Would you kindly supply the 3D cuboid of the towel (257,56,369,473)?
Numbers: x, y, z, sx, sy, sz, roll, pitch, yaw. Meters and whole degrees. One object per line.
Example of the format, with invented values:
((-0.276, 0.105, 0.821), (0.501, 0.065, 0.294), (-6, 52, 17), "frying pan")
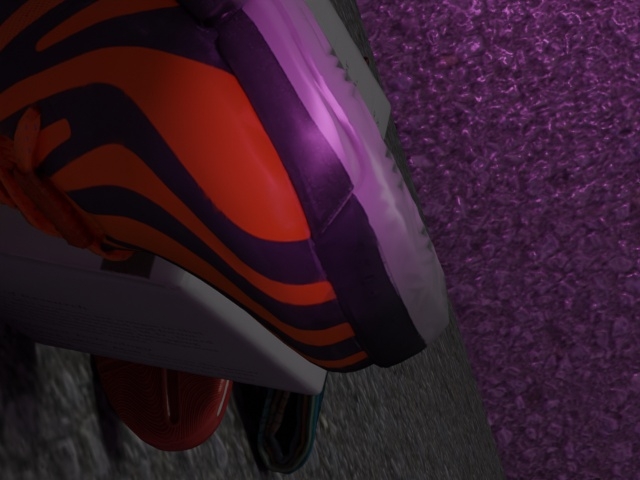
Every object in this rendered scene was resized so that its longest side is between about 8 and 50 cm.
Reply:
((0.000, 0.000, 1.262), (0.370, 0.040, 0.271), (-73, 170, -77), "towel")

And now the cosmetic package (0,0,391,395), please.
((-0.075, -0.035, 0.692), (0.184, 0.151, 0.151), (51, 51, -65), "cosmetic package")

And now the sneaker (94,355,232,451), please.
((-0.071, 0.041, 0.922), (0.128, 0.087, 0.221), (58, 18, -50), "sneaker")

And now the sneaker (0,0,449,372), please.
((-0.104, -0.026, 0.490), (0.321, 0.180, 0.124), (43, -18, 49), "sneaker")
